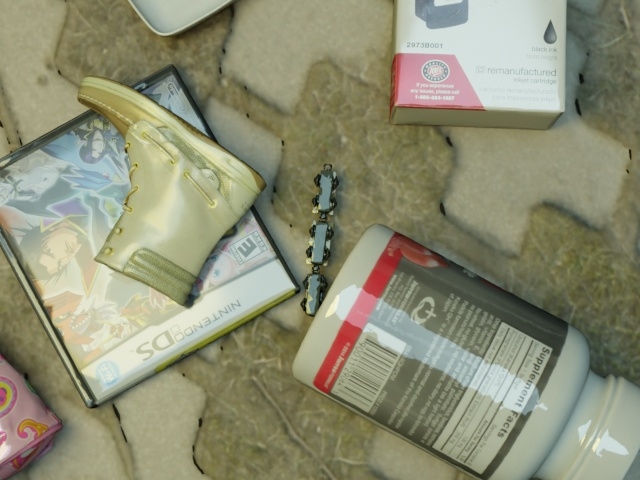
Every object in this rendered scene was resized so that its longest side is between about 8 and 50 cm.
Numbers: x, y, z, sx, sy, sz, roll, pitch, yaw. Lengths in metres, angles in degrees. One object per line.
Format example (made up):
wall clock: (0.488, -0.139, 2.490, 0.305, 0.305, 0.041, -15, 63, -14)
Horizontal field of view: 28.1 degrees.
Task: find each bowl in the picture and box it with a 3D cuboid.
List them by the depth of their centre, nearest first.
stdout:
bowl: (-0.145, -0.293, 1.348, 0.142, 0.053, 0.142, -33, 84, -2)

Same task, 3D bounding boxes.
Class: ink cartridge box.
ink cartridge box: (0.161, -0.240, 1.312, 0.172, 0.100, 0.237, 2, 83, 1)

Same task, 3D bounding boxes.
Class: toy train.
toy train: (0.000, 0.000, 1.320, 0.027, 0.036, 0.158, 6, 85, 2)

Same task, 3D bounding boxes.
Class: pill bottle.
pill bottle: (0.147, 0.130, 1.230, 0.319, 0.176, 0.176, 29, 85, 4)

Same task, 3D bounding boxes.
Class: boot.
boot: (-0.183, -0.051, 1.275, 0.213, 0.077, 0.165, 33, 86, 2)

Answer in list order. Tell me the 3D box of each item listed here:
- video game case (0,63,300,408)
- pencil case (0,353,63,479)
video game case: (-0.194, -0.005, 1.324, 0.248, 0.035, 0.274, -30, 84, -2)
pencil case: (-0.381, 0.114, 1.275, 0.124, 0.124, 0.284, -39, 83, -3)
